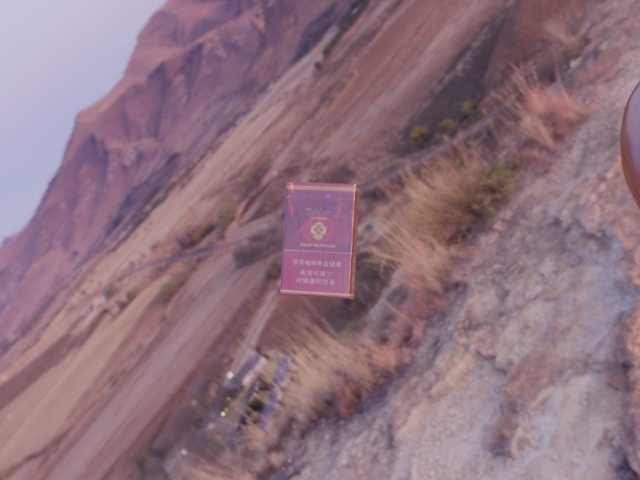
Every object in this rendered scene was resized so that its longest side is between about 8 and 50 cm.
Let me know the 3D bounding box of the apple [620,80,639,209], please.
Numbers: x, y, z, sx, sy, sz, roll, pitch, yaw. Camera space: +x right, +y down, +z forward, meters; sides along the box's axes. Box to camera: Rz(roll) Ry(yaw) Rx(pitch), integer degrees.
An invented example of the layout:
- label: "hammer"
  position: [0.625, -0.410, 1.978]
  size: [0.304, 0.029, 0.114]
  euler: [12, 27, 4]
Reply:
- label: "apple"
  position: [0.389, -0.085, 0.771]
  size: [0.230, 0.230, 0.230]
  euler: [-44, 15, 15]

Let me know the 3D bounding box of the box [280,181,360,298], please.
- label: "box"
  position: [0.000, 0.000, 0.588]
  size: [0.023, 0.051, 0.082]
  euler: [27, -114, -80]
